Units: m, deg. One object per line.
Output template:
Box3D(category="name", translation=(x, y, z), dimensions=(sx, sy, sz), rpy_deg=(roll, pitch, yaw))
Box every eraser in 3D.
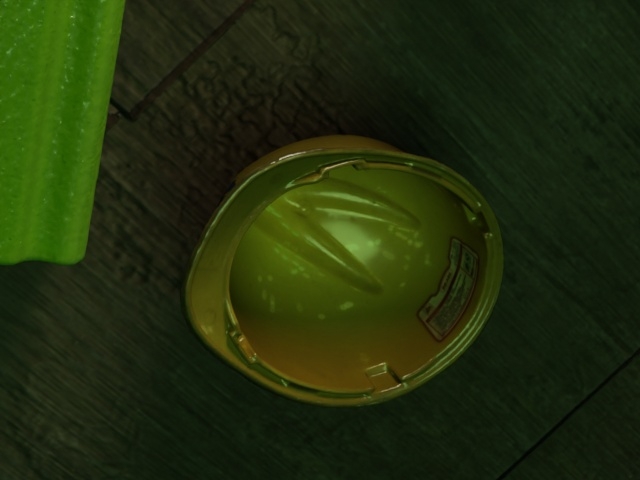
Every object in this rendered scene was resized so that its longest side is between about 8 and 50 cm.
Box3D(category="eraser", translation=(-0.241, -0.123, 1.158), dimensions=(0.210, 0.092, 0.274), rpy_deg=(5, 116, -21))

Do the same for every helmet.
Box3D(category="helmet", translation=(0.000, 0.000, 1.269), dimensions=(0.257, 0.140, 0.205), rpy_deg=(20, 108, -32))
